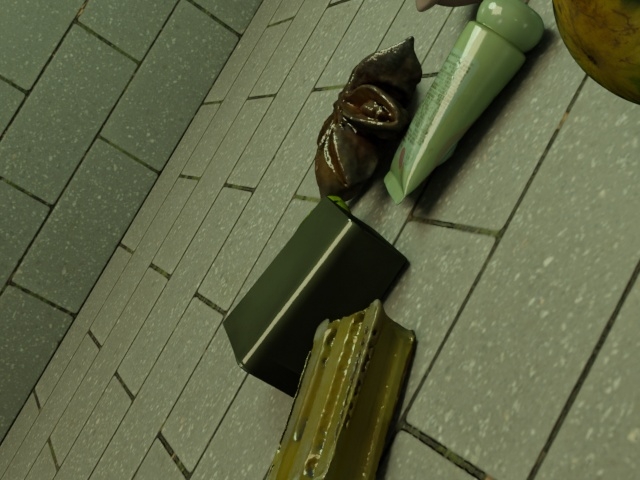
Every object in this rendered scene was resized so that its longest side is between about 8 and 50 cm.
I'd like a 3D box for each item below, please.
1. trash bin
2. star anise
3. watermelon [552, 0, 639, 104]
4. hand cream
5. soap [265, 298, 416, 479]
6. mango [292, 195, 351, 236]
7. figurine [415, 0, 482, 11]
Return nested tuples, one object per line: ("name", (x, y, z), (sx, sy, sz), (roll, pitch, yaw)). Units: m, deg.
("trash bin", (-0.010, 0.075, 1.172), (0.240, 0.122, 0.164), (-54, 23, 4))
("star anise", (0.076, -0.200, 1.326), (0.315, 0.108, 0.315), (-58, 7, 12))
("watermelon", (0.318, -0.239, 0.726), (0.269, 0.269, 0.269), (-44, 27, 29))
("hand cream", (0.180, -0.189, 1.151), (0.306, 0.093, 0.147), (-54, 14, 13))
("soap", (0.026, 0.196, 1.001), (0.135, 0.076, 0.233), (-27, 37, 50))
("mango", (0.000, 0.000, 1.299), (0.091, 0.074, 0.165), (-42, -13, -43))
("figurine", (0.261, -0.448, 1.283), (0.287, 0.186, 0.176), (-28, 72, 16))
